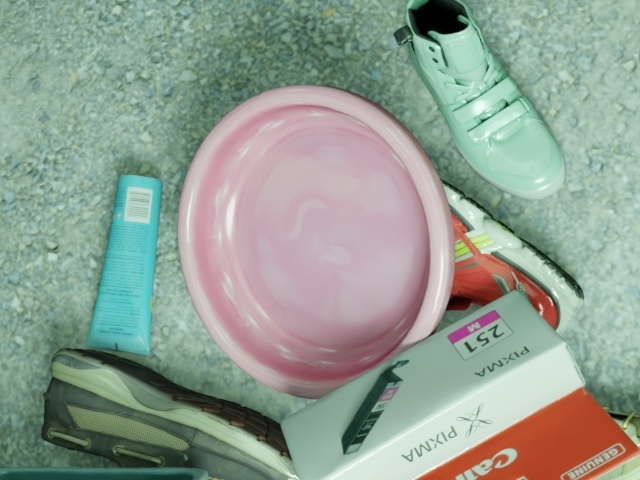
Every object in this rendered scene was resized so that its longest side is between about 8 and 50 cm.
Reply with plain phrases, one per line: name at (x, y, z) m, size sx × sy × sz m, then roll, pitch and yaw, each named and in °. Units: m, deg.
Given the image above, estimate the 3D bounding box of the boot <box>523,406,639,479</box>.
boot at (0.265, 0.167, 1.141) m, size 0.213 × 0.077 × 0.165 m, roll -39°, pitch 76°, yaw 26°

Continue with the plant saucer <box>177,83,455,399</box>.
plant saucer at (0.000, 0.000, 1.235) m, size 0.332 × 0.084 × 0.332 m, roll 5°, pitch 100°, yaw 31°

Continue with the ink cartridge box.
ink cartridge box at (0.112, 0.176, 1.045) m, size 0.275 × 0.239 × 0.060 m, roll -29°, pitch 113°, yaw -1°

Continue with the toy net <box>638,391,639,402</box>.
toy net at (0.399, 0.198, 1.148) m, size 0.122 × 0.045 × 0.232 m, roll -23°, pitch 70°, yaw 8°

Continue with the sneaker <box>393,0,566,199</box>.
sneaker at (0.169, -0.159, 1.253) m, size 0.094 × 0.151 × 0.256 m, roll -37°, pitch 70°, yaw 1°

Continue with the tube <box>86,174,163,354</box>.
tube at (-0.225, 0.028, 1.362) m, size 0.080 × 0.052 × 0.207 m, roll 4°, pitch 81°, yaw 21°

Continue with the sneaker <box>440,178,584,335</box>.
sneaker at (0.145, 0.016, 1.239) m, size 0.279 × 0.107 × 0.118 m, roll 40°, pitch 97°, yaw 23°

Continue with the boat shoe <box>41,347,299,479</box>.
boat shoe at (-0.155, 0.228, 1.256) m, size 0.355 × 0.132 × 0.130 m, roll 20°, pitch 90°, yaw 28°

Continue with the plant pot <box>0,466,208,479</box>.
plant pot at (-0.242, 0.374, 1.072) m, size 0.248 × 0.247 × 0.252 m, roll -3°, pitch 100°, yaw 14°
